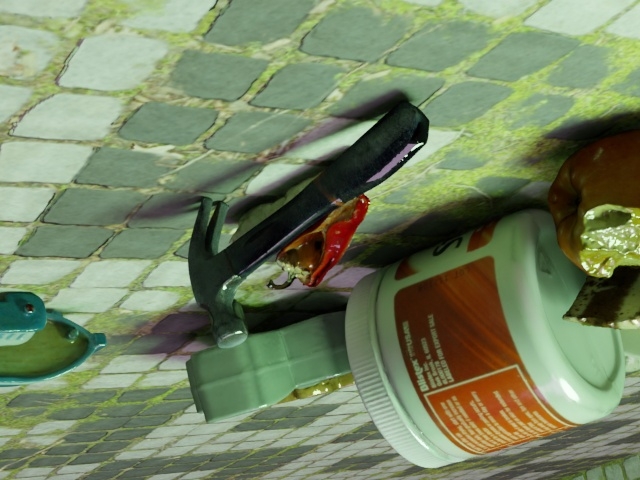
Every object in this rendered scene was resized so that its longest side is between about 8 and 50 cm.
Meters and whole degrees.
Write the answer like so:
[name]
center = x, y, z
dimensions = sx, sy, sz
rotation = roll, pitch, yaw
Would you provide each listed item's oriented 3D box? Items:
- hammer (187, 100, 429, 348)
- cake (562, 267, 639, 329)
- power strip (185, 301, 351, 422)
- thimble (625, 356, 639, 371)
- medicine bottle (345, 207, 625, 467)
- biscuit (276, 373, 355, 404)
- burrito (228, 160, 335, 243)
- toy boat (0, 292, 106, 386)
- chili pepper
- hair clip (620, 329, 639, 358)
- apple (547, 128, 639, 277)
[hammer]
center = -0.015, -0.034, 1.060
dimensions = 0.290, 0.137, 0.037
rotation = -39, 150, 26
[cake]
center = 0.362, 0.078, 1.290
dimensions = 0.112, 0.135, 0.246
rotation = -5, -155, 30
[power strip]
center = -0.073, 0.142, 1.502
dimensions = 0.230, 0.141, 0.261
rotation = -19, 173, 23
[thimble]
center = 0.483, 0.141, 1.779
dimensions = 0.090, 0.115, 0.102
rotation = -8, 157, -13
[medicine bottle]
center = 0.194, 0.115, 1.346
dimensions = 0.241, 0.252, 0.252
rotation = -24, 157, 29
[biscuit]
center = 0.005, 0.210, 1.749
dimensions = 0.184, 0.035, 0.249
rotation = -17, 174, 33
[burrito]
center = -0.023, -0.036, 1.132
dimensions = 0.185, 0.041, 0.045
rotation = -26, 180, 35
[toy boat]
center = -0.338, 0.110, 1.276
dimensions = 0.215, 0.088, 0.102
rotation = 5, 150, -36
[chili pepper]
center = 0.000, 0.000, 1.234
dimensions = 0.050, 0.059, 0.268
rotation = -45, 177, -34
[hair clip]
center = 0.498, 0.096, 1.631
dimensions = 0.282, 0.172, 0.113
rotation = -3, 170, 12
[apple]
center = 0.316, -0.038, 1.167
dimensions = 0.158, 0.147, 0.156
rotation = 17, 148, -12
